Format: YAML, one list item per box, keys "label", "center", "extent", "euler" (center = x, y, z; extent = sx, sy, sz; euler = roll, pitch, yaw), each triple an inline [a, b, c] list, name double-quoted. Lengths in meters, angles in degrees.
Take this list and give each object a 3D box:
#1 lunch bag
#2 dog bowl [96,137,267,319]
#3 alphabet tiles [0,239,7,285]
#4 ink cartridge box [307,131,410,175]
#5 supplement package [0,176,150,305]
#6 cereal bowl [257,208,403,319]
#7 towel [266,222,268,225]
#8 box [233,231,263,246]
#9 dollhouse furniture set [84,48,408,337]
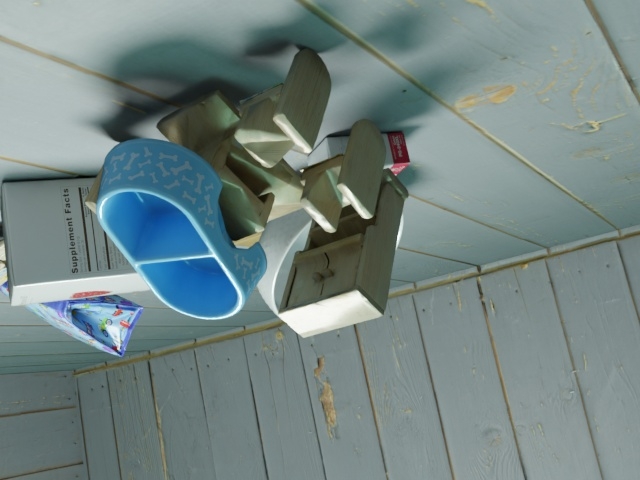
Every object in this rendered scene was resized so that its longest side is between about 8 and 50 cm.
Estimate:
- label: "lunch bag"
  center: [-0.601, 0.154, 1.907]
  extent: [0.221, 0.138, 0.293]
  euler: [19, 173, 26]
- label: "dog bowl"
  center: [-0.186, -0.002, 1.084]
  extent: [0.166, 0.074, 0.297]
  euler: [-6, 135, 23]
- label: "alphabet tiles"
  center: [-0.663, 0.084, 1.549]
  extent: [0.278, 0.021, 0.284]
  euler: [-41, 180, -10]
- label: "ink cartridge box"
  center: [0.064, -0.139, 1.427]
  extent: [0.150, 0.063, 0.109]
  euler: [-6, 168, -21]
- label: "supplement package"
  center: [-0.385, -0.001, 1.396]
  extent: [0.293, 0.175, 0.177]
  euler: [-6, 168, -23]
- label: "cereal bowl"
  center: [0.000, 0.000, 1.642]
  extent: [0.339, 0.141, 0.339]
  euler: [-29, 144, -24]
- label: "towel"
  center: [-0.087, -0.047, 1.804]
  extent: [0.285, 0.034, 0.209]
  euler: [-20, 165, 40]
- label: "box"
  center: [-0.072, -0.020, 1.811]
  extent: [0.201, 0.021, 0.164]
  euler: [-17, 168, 31]
- label: "dollhouse furniture set"
  center: [-0.056, -0.082, 1.209]
  extent: [0.362, 0.256, 0.394]
  euler: [-20, 129, 34]
